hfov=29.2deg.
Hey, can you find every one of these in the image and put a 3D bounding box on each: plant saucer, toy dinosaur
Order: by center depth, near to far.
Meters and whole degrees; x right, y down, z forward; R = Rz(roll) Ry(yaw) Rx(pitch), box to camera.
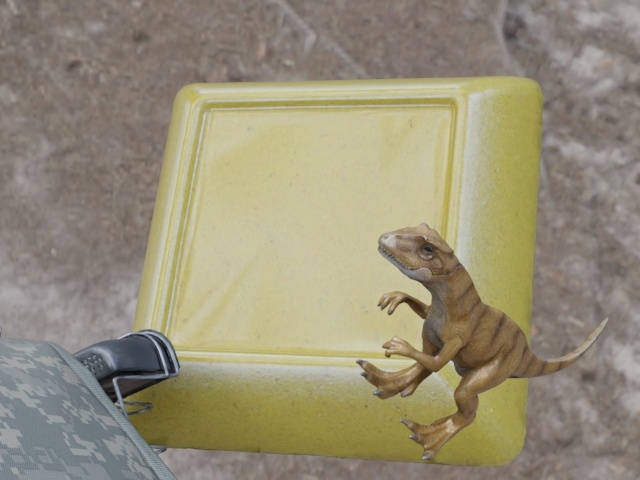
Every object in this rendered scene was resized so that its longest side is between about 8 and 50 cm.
[{"bbox_3d":[0.089,0.063,0.665,0.112,0.211,0.064,-41,51,12],"label":"toy dinosaur"},{"bbox_3d":[0.000,0.000,0.980,0.332,0.081,0.333,0,67,16],"label":"plant saucer"}]

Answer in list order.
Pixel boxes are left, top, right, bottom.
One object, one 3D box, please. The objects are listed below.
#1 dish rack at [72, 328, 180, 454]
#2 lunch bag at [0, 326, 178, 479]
[{"bbox_3d":[-0.171,0.218,0.866,0.074,0.208,0.272,12,54,-60],"label":"dish rack"},{"bbox_3d":[-0.178,0.156,0.580,0.235,0.169,0.287,17,34,-55],"label":"lunch bag"}]
